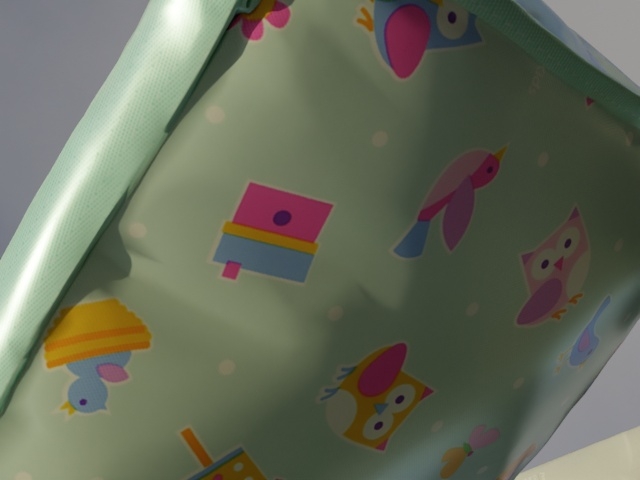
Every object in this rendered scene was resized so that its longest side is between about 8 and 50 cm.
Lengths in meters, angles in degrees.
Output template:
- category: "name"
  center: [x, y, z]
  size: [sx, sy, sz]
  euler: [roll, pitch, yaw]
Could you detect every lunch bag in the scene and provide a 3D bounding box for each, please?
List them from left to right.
- category: "lunch bag"
  center: [0.000, 0.000, 0.448]
  size: [0.262, 0.160, 0.223]
  euler: [16, -68, -53]

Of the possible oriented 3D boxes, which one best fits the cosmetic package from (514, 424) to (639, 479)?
- category: "cosmetic package"
  center: [0.268, 0.239, 1.110]
  size: [0.107, 0.238, 0.127]
  euler: [25, -135, -60]
